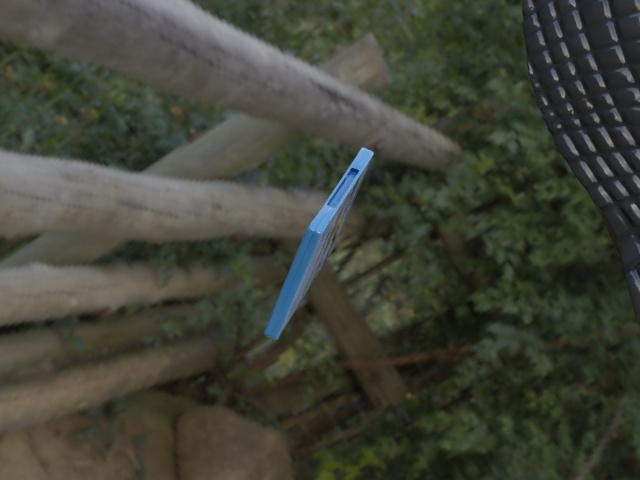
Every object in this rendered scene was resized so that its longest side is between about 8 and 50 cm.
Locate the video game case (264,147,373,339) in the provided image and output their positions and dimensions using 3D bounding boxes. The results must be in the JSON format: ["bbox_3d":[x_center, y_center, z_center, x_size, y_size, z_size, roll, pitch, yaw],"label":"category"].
[{"bbox_3d":[0.000,0.000,1.166,0.015,0.119,0.166,26,32,5],"label":"video game case"}]

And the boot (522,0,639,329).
[{"bbox_3d":[0.228,-0.049,0.850,0.223,0.118,0.338,0,78,-68],"label":"boot"}]
